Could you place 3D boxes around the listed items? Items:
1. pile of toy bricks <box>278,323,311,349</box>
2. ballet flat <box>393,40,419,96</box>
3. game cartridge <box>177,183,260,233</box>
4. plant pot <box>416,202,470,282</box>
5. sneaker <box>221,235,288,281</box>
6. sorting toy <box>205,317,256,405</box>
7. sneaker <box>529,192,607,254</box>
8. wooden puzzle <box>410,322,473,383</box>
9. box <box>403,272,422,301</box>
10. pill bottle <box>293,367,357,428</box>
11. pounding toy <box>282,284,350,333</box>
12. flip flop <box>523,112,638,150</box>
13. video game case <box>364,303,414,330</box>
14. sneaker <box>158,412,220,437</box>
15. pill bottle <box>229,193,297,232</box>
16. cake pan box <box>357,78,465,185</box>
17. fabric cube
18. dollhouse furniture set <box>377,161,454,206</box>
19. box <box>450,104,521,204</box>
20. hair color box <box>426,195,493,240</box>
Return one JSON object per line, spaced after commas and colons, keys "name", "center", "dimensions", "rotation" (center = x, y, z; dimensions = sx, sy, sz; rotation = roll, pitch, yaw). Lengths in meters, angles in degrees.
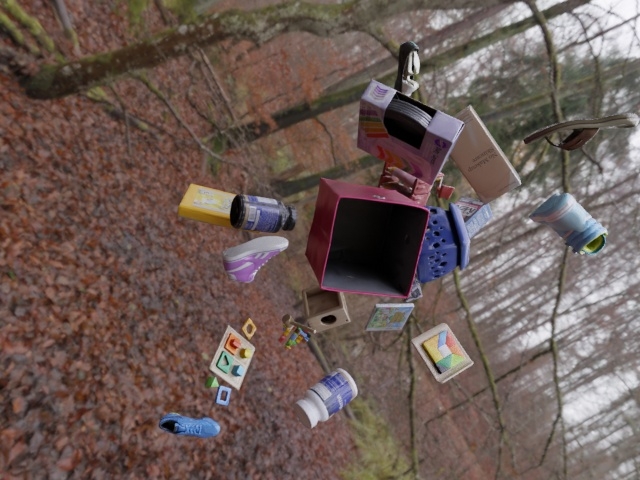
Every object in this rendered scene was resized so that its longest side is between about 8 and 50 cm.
{"name": "pile of toy bricks", "center": [-0.113, 0.387, 1.836], "dimensions": [0.118, 0.105, 0.212], "rotation": [36, -4, 0]}
{"name": "ballet flat", "center": [0.374, -0.707, 1.998], "dimensions": [0.096, 0.095, 0.281], "rotation": [34, -41, 39]}
{"name": "game cartridge", "center": [-0.371, -0.128, 1.811], "dimensions": [0.285, 0.323, 0.053], "rotation": [-105, -152, -65]}
{"name": "plant pot", "center": [0.465, 0.002, 1.835], "dimensions": [0.236, 0.212, 0.236], "rotation": [67, 14, -54]}
{"name": "sneaker", "center": [-0.263, 0.083, 1.933], "dimensions": [0.102, 0.282, 0.161], "rotation": [-132, -150, -56]}
{"name": "sorting toy", "center": [-0.321, 0.442, 1.753], "dimensions": [0.196, 0.047, 0.348], "rotation": [55, 41, -38]}
{"name": "sneaker", "center": [0.800, -0.045, 1.495], "dimensions": [0.208, 0.127, 0.319], "rotation": [48, 18, 8]}
{"name": "wooden puzzle", "center": [0.575, 0.523, 2.183], "dimensions": [0.239, 0.220, 0.044], "rotation": [56, -28, 25]}
{"name": "box", "center": [0.322, 0.062, 1.894], "dimensions": [0.243, 0.076, 0.307], "rotation": [60, 17, -29]}
{"name": "pill bottle", "center": [0.021, 0.696, 2.041], "dimensions": [0.153, 0.264, 0.153], "rotation": [36, -39, 36]}
{"name": "pounding toy", "center": [-0.015, 0.248, 1.505], "dimensions": [0.181, 0.205, 0.094], "rotation": [-103, 171, -47]}
{"name": "flip flop", "center": [0.699, -0.285, 1.250], "dimensions": [0.112, 0.276, 0.080], "rotation": [-44, 127, -75]}
{"name": "video game case", "center": [0.331, 0.374, 2.250], "dimensions": [0.212, 0.193, 0.023], "rotation": [105, -19, -46]}
{"name": "sneaker", "center": [-0.452, 0.646, 1.594], "dimensions": [0.082, 0.209, 0.069], "rotation": [53, 46, -86]}
{"name": "pill bottle", "center": [-0.200, -0.091, 1.645], "dimensions": [0.219, 0.123, 0.123], "rotation": [7, 32, -30]}
{"name": "cake pan box", "center": [0.215, -0.267, 1.176], "dimensions": [0.245, 0.070, 0.267], "rotation": [28, -13, 8]}
{"name": "fabric cube", "center": [0.117, -0.016, 1.300], "dimensions": [0.258, 0.254, 0.259], "rotation": [-119, -141, -69]}
{"name": "dollhouse furniture set", "center": [0.452, -0.261, 2.017], "dimensions": [0.201, 0.374, 0.152], "rotation": [42, -50, 38]}
{"name": "box", "center": [0.544, -0.295, 1.603], "dimensions": [0.311, 0.148, 0.121], "rotation": [51, 27, -6]}
{"name": "hair color box", "center": [0.687, -0.070, 2.350], "dimensions": [0.174, 0.347, 0.105], "rotation": [24, -28, 56]}
